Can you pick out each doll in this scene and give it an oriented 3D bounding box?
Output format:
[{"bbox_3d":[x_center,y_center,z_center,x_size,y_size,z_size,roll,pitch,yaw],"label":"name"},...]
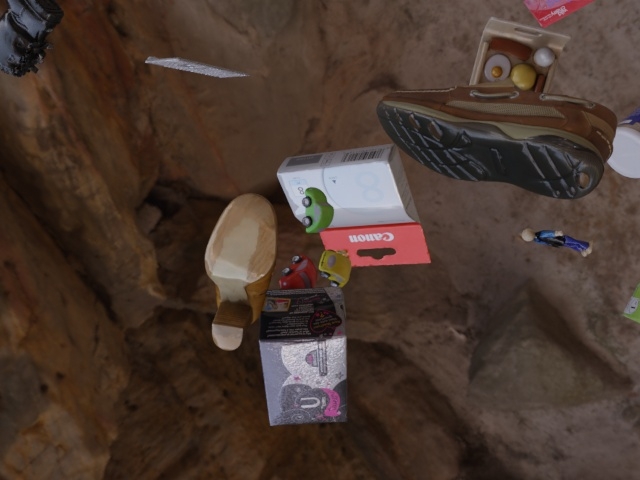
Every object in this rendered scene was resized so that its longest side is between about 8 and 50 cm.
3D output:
[{"bbox_3d":[0.665,-0.002,1.805,0.189,0.046,0.129,14,169,7],"label":"doll"}]

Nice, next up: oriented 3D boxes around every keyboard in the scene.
[{"bbox_3d":[-0.225,-0.327,1.217,0.072,0.014,0.256,9,-169,21],"label":"keyboard"}]

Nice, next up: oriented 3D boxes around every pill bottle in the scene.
[{"bbox_3d":[0.897,-0.296,1.710,0.153,0.265,0.153,46,161,21],"label":"pill bottle"}]

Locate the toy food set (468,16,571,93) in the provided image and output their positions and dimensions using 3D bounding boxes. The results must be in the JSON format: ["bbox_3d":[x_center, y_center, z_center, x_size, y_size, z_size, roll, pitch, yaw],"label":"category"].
[{"bbox_3d":[0.516,-0.414,1.701,0.220,0.306,0.092,12,-168,-2],"label":"toy food set"}]

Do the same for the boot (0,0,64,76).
[{"bbox_3d":[-0.354,-0.257,0.732,0.121,0.099,0.045,50,-153,5],"label":"boot"}]

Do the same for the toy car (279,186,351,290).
[{"bbox_3d":[0.000,0.000,1.330,0.053,0.239,0.224,-1,93,33],"label":"toy car"}]

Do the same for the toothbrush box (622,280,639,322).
[{"bbox_3d":[0.647,0.074,1.052,0.122,0.206,0.283,26,-177,4],"label":"toothbrush box"}]

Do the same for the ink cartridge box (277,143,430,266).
[{"bbox_3d":[0.095,-0.057,1.681,0.308,0.091,0.384,-4,126,27],"label":"ink cartridge box"}]

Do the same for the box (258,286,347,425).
[{"bbox_3d":[-0.028,0.228,1.240,0.142,0.164,0.247,-94,2,-52],"label":"box"}]

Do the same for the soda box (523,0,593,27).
[{"bbox_3d":[0.613,-0.605,1.499,0.092,0.083,0.263,48,155,-13],"label":"soda box"}]

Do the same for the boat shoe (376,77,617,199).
[{"bbox_3d":[0.230,-0.151,0.852,0.324,0.120,0.122,23,157,36],"label":"boat shoe"}]

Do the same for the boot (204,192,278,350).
[{"bbox_3d":[-0.118,0.014,1.051,0.104,0.211,0.295,14,121,-1],"label":"boot"}]
